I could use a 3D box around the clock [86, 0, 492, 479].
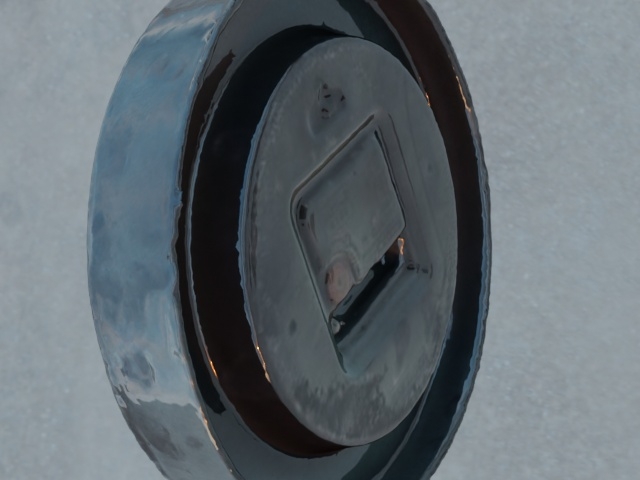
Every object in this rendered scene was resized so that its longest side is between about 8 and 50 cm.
[{"bbox_3d":[0.001,0.000,0.635,0.066,0.319,0.318,1,77,33],"label":"clock"}]
